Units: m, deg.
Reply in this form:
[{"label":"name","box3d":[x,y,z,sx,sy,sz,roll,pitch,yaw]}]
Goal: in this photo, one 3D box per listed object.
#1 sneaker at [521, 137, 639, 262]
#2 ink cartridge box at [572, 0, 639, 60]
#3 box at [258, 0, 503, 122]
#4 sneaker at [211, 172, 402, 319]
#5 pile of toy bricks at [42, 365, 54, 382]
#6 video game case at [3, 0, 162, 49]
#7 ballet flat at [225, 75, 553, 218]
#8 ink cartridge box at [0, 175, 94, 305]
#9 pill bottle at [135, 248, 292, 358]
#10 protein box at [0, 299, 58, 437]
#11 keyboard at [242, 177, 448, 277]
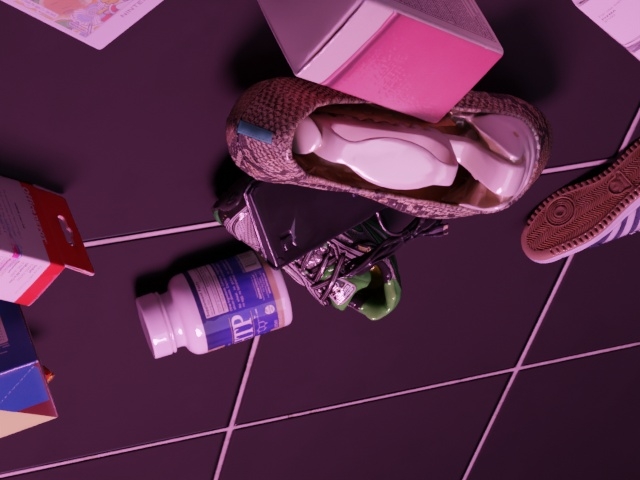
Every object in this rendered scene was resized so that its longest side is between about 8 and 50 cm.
[{"label":"sneaker","box3d":[0.430,-0.037,2.528,0.282,0.099,0.153,-36,143,9]},{"label":"ink cartridge box","box3d":[0.351,-0.311,2.011,0.117,0.207,0.283,-40,144,18]},{"label":"box","box3d":[0.065,-0.245,1.968,0.232,0.148,0.127,15,130,-43]},{"label":"sneaker","box3d":[0.000,0.000,2.258,0.134,0.146,0.343,-41,142,21]},{"label":"pile of toy bricks","box3d":[-0.414,0.206,2.323,0.212,0.118,0.105,-56,169,24]},{"label":"video game case","box3d":[-0.232,-0.295,1.797,0.206,0.026,0.227,-34,146,25]},{"label":"ballet flat","box3d":[0.124,-0.099,2.099,0.483,0.182,0.164,4,103,-33]},{"label":"ink cartridge box","box3d":[-0.381,-0.009,2.010,0.231,0.134,0.078,18,126,-45]},{"label":"pill bottle","box3d":[-0.141,0.086,2.313,0.187,0.112,0.112,-18,145,-10]},{"label":"protein box","box3d":[-0.443,0.130,2.095,0.200,0.201,0.136,-19,146,-10]},{"label":"keyboard","box3d":[0.059,-0.057,2.198,0.317,0.033,0.201,-29,117,-21]}]
